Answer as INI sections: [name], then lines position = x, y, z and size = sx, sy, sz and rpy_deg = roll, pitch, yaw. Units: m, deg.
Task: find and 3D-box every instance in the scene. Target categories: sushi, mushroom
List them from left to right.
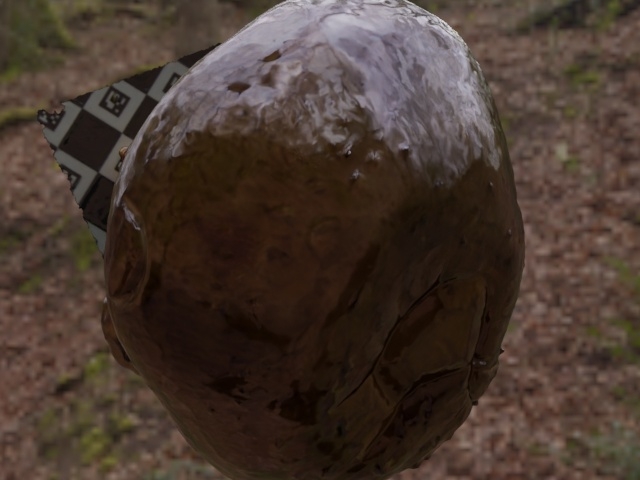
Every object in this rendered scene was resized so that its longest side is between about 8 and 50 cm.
[sushi]
position = -0.076, -0.039, 0.876
size = 0.120, 0.126, 0.026
rpy_deg = -25, -1, -15
[mushroom]
position = 0.010, 0.009, 0.637
size = 0.194, 0.138, 0.231
rpy_deg = -43, -26, -1
